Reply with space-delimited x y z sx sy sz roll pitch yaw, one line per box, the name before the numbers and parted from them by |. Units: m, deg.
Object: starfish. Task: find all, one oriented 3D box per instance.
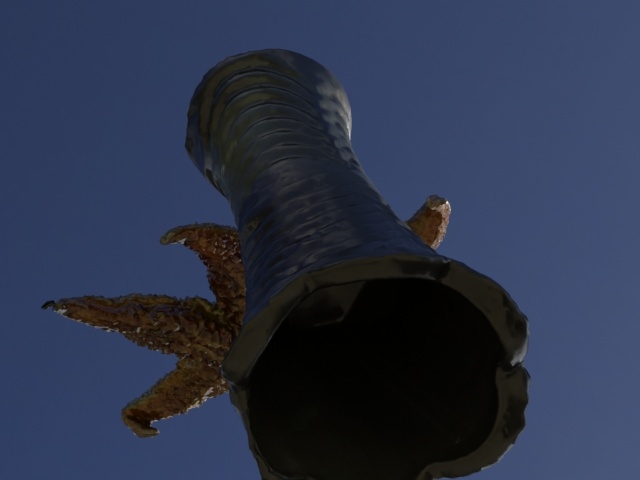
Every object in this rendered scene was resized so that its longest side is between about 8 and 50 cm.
starfish | -0.029 0.042 0.984 0.240 0.043 0.227 -35 -31 23

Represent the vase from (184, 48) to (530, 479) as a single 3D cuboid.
vase | 0.000 0.000 0.752 0.115 0.237 0.115 -5 -62 -9
